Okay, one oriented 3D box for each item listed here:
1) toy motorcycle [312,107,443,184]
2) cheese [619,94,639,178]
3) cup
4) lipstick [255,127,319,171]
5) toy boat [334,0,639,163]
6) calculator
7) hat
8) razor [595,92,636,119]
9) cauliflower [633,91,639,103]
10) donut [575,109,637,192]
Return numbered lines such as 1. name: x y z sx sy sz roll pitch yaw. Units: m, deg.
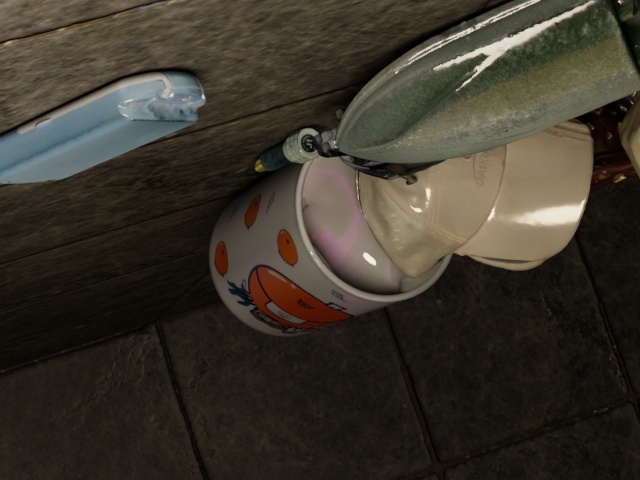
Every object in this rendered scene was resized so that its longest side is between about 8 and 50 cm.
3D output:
1. toy motorcycle: 0.120 -0.130 1.743 0.270 0.106 0.159 -18 173 -7
2. cheese: 0.466 -0.134 1.703 0.326 0.318 0.115 -10 -169 6
3. cup: 0.000 0.000 2.085 0.212 0.212 0.317 -16 175 -28
4. lipstick: -0.041 -0.098 1.909 0.037 0.037 0.116 -15 179 -33
5. toy boat: 0.158 -0.153 1.599 0.319 0.092 0.141 -23 136 12
6. calculator: -0.194 -0.091 1.423 0.210 0.039 0.121 -21 172 27
7. hat: 0.170 -0.075 1.829 0.226 0.219 0.164 -4 158 38
8. razor: 0.417 -0.173 2.231 0.204 0.113 0.349 -23 178 10
9. cauliflower: 0.495 -0.165 1.886 0.281 0.260 0.327 13 170 15
10. donut: 0.263 -0.084 2.012 0.216 0.096 0.230 -15 174 -16
